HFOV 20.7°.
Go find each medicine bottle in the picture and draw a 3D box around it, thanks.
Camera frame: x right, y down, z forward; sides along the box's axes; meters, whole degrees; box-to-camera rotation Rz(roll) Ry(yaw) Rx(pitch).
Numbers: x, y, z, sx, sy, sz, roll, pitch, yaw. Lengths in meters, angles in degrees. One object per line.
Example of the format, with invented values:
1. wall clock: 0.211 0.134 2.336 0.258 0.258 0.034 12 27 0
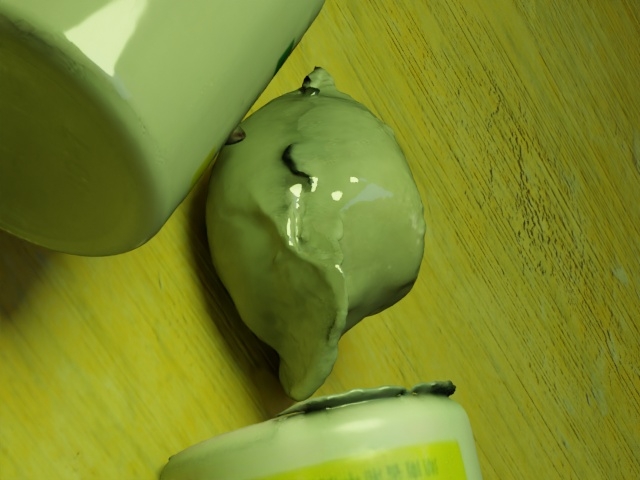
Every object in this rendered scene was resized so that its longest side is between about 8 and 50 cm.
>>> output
1. medicine bottle: 0.031 0.298 1.132 0.213 0.214 0.378 5 69 -57
2. medicine bottle: -0.107 -0.173 1.105 0.208 0.208 0.339 54 50 -26

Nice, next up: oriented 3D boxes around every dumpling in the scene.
1. dumpling: 0.005 0.001 1.335 0.243 0.175 0.226 -46 143 -42

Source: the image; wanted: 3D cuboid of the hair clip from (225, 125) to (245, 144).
1. hair clip: -0.140 -0.195 1.275 0.173 0.069 0.300 2 65 -59
